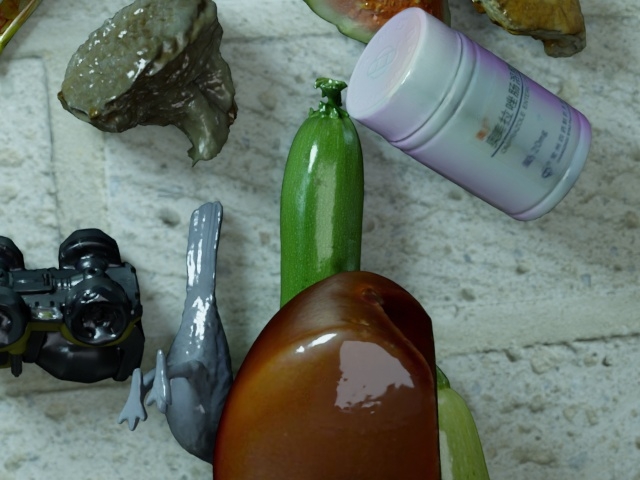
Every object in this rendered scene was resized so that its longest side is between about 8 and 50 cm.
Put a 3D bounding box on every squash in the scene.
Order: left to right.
[{"bbox_3d":[0.000,0.000,1.871,0.101,0.101,0.378,3,95,-12],"label":"squash"},{"bbox_3d":[0.154,0.267,1.917,0.137,0.137,0.287,-1,93,-12],"label":"squash"}]

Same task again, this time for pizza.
[{"bbox_3d":[0.194,-0.352,1.865,0.365,0.074,0.182,48,59,-20],"label":"pizza"}]

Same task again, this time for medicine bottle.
[{"bbox_3d":[0.170,-0.144,1.845,0.254,0.152,0.152,30,89,-25],"label":"medicine bottle"}]

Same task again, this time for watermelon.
[{"bbox_3d":[0.084,-0.298,1.869,0.193,0.137,0.145,-44,136,-7],"label":"watermelon"}]

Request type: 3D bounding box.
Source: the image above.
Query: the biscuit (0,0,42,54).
[{"bbox_3d":[-0.301,-0.317,1.815,0.048,0.026,0.292,37,86,7],"label":"biscuit"}]

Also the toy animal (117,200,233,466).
[{"bbox_3d":[-0.150,0.152,1.823,0.081,0.206,0.367,-4,99,30],"label":"toy animal"}]

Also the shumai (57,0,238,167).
[{"bbox_3d":[-0.177,-0.172,1.805,0.206,0.166,0.175,-39,124,-5],"label":"shumai"}]

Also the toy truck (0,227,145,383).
[{"bbox_3d":[-0.309,0.091,1.802,0.224,0.147,0.165,-2,123,-13],"label":"toy truck"}]

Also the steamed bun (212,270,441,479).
[{"bbox_3d":[0.008,0.237,1.753,0.248,0.235,0.379,-3,108,5],"label":"steamed bun"}]
